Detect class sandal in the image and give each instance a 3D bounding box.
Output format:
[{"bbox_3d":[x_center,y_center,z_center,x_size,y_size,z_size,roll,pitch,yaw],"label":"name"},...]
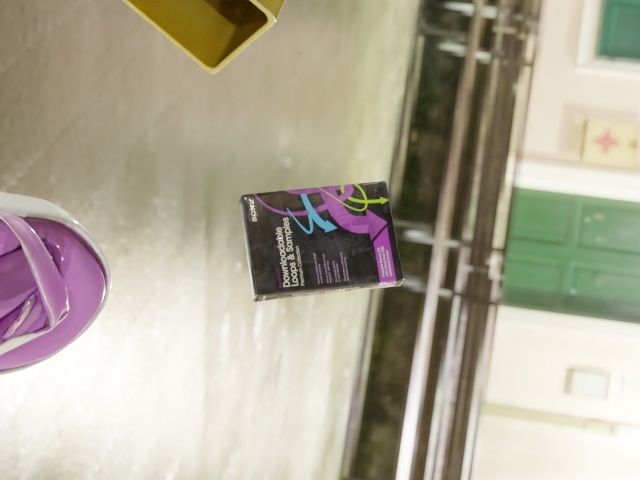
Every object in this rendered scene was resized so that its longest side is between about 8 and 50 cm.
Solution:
[{"bbox_3d":[-0.270,0.038,1.096,0.169,0.102,0.416,-51,154,2],"label":"sandal"}]

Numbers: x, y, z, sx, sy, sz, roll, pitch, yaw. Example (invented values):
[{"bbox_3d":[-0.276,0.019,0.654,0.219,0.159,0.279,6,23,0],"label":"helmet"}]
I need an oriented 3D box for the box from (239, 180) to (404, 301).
[{"bbox_3d":[0.000,0.000,1.567,0.029,0.162,0.116,111,-29,-70],"label":"box"}]

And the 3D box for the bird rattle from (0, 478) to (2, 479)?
[{"bbox_3d":[-0.378,0.264,1.468,0.253,0.207,0.143,-47,-178,19],"label":"bird rattle"}]

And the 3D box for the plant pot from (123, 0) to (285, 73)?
[{"bbox_3d":[-0.061,-0.171,0.915,0.081,0.081,0.083,-32,-156,50],"label":"plant pot"}]
